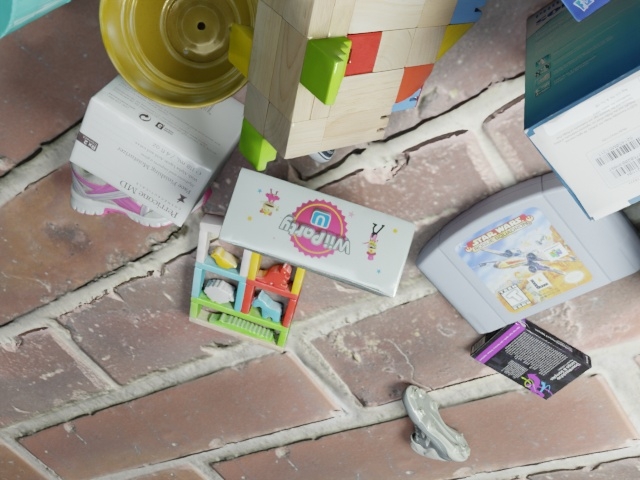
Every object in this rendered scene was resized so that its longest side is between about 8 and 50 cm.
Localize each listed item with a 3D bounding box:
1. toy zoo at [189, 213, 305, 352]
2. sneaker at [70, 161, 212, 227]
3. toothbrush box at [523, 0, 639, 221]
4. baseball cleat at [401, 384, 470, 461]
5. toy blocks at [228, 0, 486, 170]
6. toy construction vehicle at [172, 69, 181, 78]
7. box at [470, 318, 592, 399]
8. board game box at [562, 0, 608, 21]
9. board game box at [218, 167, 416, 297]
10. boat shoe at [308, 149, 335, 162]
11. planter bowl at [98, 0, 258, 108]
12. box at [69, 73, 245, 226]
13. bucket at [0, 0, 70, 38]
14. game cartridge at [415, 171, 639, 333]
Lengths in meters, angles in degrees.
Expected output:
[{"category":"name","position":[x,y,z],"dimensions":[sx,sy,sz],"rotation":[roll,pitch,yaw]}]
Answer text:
[{"category":"toy zoo","position":[-0.127,0.066,1.199],"dimensions":[0.192,0.030,0.293],"rotation":[18,130,3]},{"category":"sneaker","position":[-0.296,-0.096,1.080],"dimensions":[0.252,0.103,0.111],"rotation":[5,130,13]},{"category":"toothbrush box","position":[0.330,-0.187,0.685],"dimensions":[0.216,0.295,0.126],"rotation":[-30,115,33]},{"category":"baseball cleat","position":[0.196,0.360,1.302],"dimensions":[0.109,0.072,0.206],"rotation":[-24,113,39]},{"category":"toy blocks","position":[0.066,-0.257,0.757],"dimensions":[0.191,0.261,0.381],"rotation":[48,140,34]},{"category":"toy construction vehicle","position":[-0.183,-0.233,0.946],"dimensions":[0.086,0.098,0.035],"rotation":[16,133,-25]},{"category":"box","position":[0.354,0.197,1.151],"dimensions":[0.162,0.029,0.116],"rotation":[31,130,-6]},{"category":"board game box","position":[0.164,-0.392,0.617],"dimensions":[0.078,0.233,0.347],"rotation":[-33,111,34]},{"category":"board game box","position":[0.000,0.000,0.945],"dimensions":[0.224,0.303,0.098],"rotation":[18,88,2]},{"category":"boat shoe","position":[0.001,-0.192,0.934],"dimensions":[0.083,0.065,0.183],"rotation":[-9,123,25]},{"category":"planter bowl","position":[-0.164,-0.281,0.881],"dimensions":[0.217,0.090,0.217],"rotation":[1,103,5]},{"category":"box","position":[-0.217,-0.149,0.961],"dimensions":[0.181,0.182,0.119],"rotation":[31,129,-8]},{"category":"bucket","position":[-0.404,-0.383,0.807],"dimensions":[0.281,0.183,0.281],"rotation":[16,137,15]},{"category":"game cartridge","position":[0.300,0.018,1.014],"dimensions":[0.297,0.062,0.198],"rotation":[-31,117,34]}]
